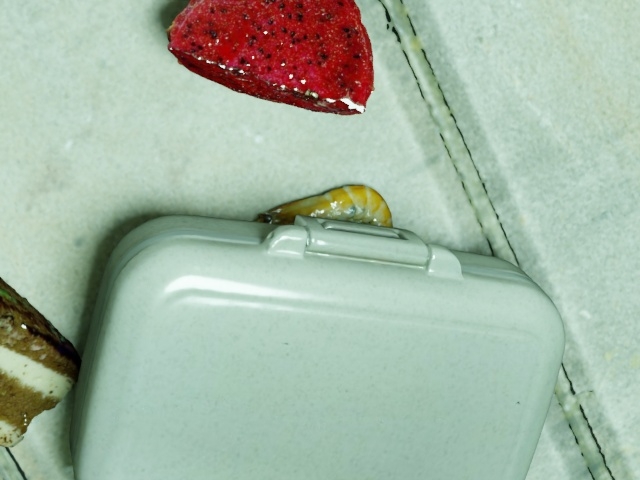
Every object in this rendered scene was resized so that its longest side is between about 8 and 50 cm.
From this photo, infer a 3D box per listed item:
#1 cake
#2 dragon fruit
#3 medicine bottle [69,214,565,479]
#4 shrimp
[{"bbox_3d":[-0.300,0.048,1.295,0.112,0.135,0.246,-43,142,8],"label":"cake"},{"bbox_3d":[-0.031,-0.159,1.302,0.162,0.083,0.106,16,81,-2],"label":"dragon fruit"},{"bbox_3d":[-0.002,0.117,1.345,0.375,0.123,0.282,8,112,-19],"label":"medicine bottle"},{"bbox_3d":[0.000,0.000,1.376,0.127,0.025,0.091,-3,107,-18],"label":"shrimp"}]
